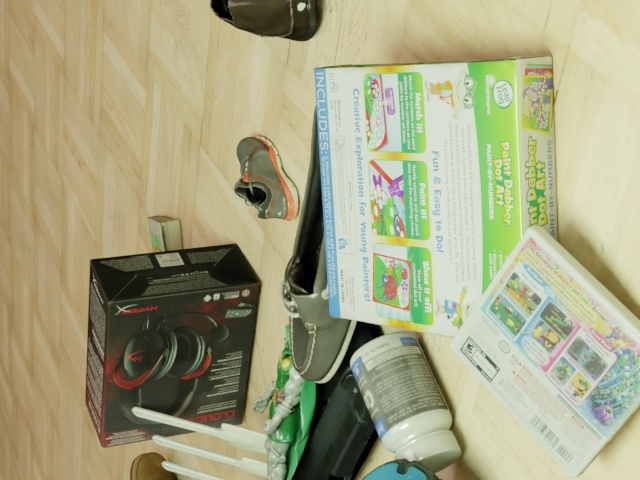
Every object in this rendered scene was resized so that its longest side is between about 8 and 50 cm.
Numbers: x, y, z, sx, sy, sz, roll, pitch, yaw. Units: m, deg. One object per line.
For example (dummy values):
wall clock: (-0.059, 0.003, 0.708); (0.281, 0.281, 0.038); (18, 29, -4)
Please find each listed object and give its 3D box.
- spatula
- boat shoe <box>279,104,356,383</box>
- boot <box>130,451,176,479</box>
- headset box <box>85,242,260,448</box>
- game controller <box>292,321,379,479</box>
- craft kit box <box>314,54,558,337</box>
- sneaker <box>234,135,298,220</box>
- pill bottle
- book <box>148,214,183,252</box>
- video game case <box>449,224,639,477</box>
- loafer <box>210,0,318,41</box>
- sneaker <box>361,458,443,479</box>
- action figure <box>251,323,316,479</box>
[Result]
spatula: (-0.144, 0.302, 1.631); (0.242, 0.019, 0.168); (8, 136, 29)
boat shoe: (0.000, 0.000, 1.273); (0.112, 0.095, 0.335); (-125, 46, -57)
boot: (-0.239, 0.462, 2.021); (0.115, 0.112, 0.305); (-50, 41, 19)
headset box: (-0.217, 0.162, 1.699); (0.110, 0.218, 0.293); (-125, 36, -49)
game controller: (0.015, 0.203, 1.429); (0.319, 0.067, 0.166); (112, 156, -46)
craft kit box: (0.101, -0.040, 1.081); (0.246, 0.061, 0.250); (8, 105, 49)
sneaker: (-0.084, -0.083, 1.521); (0.158, 0.064, 0.061); (54, 143, 44)
pill bottle: (0.089, 0.170, 1.221); (0.137, 0.078, 0.078); (67, 151, 29)
book: (-0.252, 0.034, 1.959); (0.096, 0.035, 0.144); (-166, 67, -65)
video game case: (0.192, 0.091, 0.966); (0.157, 0.019, 0.143); (48, 127, 26)
loafer: (-0.070, -0.274, 1.417); (0.220, 0.078, 0.080); (14, 110, 63)
sneaker: (0.169, 0.343, 1.098); (0.341, 0.125, 0.140); (48, 175, 37)
action figure: (-0.043, 0.208, 1.409); (0.137, 0.063, 0.232); (-132, 51, -72)
